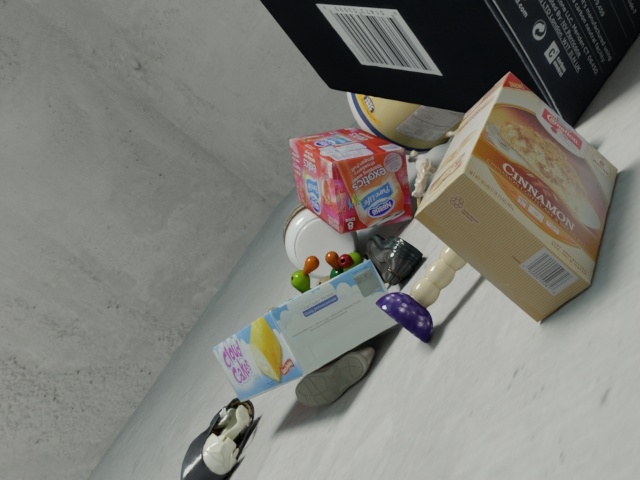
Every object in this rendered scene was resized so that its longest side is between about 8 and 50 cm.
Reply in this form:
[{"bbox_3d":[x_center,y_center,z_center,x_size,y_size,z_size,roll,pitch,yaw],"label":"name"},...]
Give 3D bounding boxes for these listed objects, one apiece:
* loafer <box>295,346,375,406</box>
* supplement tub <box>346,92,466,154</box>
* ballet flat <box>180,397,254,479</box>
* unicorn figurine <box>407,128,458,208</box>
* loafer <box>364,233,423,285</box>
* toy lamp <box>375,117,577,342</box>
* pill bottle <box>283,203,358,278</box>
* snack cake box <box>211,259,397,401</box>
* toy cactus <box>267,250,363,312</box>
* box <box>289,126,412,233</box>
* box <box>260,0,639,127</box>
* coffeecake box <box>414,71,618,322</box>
[{"bbox_3d":[0.021,0.166,1.276,0.125,0.045,0.039,-36,-2,40],"label":"loafer"},{"bbox_3d":[0.202,-0.301,1.758,0.228,0.228,0.316,-55,8,-29],"label":"supplement tub"},{"bbox_3d":[-0.144,0.295,1.518,0.074,0.074,0.203,-47,6,30],"label":"ballet flat"},{"bbox_3d":[0.182,-0.123,1.641,0.162,0.060,0.111,-46,14,9],"label":"unicorn figurine"},{"bbox_3d":[0.087,0.031,1.462,0.061,0.062,0.170,-56,6,-7],"label":"loafer"},{"bbox_3d":[0.172,-0.017,1.110,0.275,0.080,0.080,-53,7,2],"label":"toy lamp"},{"bbox_3d":[0.000,0.000,1.872,0.131,0.131,0.229,-50,7,3],"label":"pill bottle"},{"bbox_3d":[-0.024,0.122,1.340,0.152,0.089,0.264,-27,-4,-26],"label":"snack cake box"},{"bbox_3d":[0.008,0.089,1.582,0.219,0.112,0.180,-56,-16,24],"label":"toy cactus"},{"bbox_3d":[0.046,-0.106,1.743,0.128,0.123,0.257,-12,17,-14],"label":"box"},{"bbox_3d":[0.214,-0.436,1.372,0.480,0.297,0.472,21,69,50],"label":"box"},{"bbox_3d":[0.178,-0.043,0.919,0.068,0.142,0.185,-44,10,40],"label":"coffeecake box"}]
